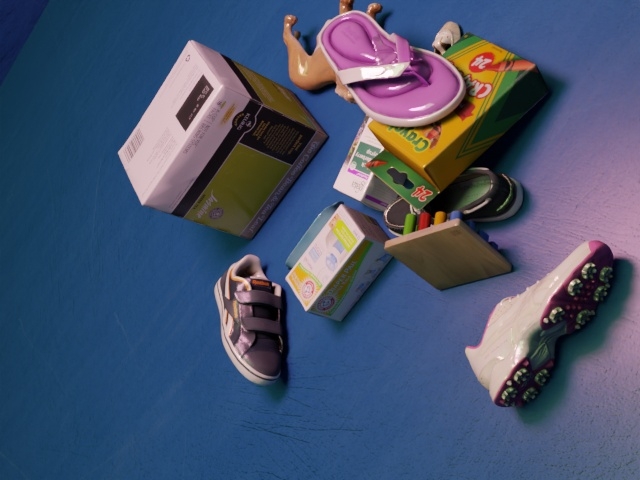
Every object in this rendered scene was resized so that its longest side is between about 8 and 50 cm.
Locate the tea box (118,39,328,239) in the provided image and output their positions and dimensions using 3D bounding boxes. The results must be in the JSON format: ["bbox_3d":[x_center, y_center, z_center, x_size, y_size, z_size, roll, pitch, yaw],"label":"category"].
[{"bbox_3d":[-0.226,-0.221,1.862,0.329,0.323,0.220,-51,45,18],"label":"tea box"}]

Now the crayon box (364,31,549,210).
[{"bbox_3d":[0.229,-0.223,1.479,0.318,0.081,0.202,-44,42,-1],"label":"crayon box"}]

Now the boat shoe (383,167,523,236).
[{"bbox_3d":[0.223,-0.075,1.500,0.302,0.091,0.114,-17,62,42],"label":"boat shoe"}]

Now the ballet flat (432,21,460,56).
[{"bbox_3d":[0.248,-0.374,1.622,0.057,0.052,0.168,-13,65,44],"label":"ballet flat"}]

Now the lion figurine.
[{"bbox_3d":[0.023,-0.411,1.841,0.392,0.142,0.240,2,83,62],"label":"lion figurine"}]

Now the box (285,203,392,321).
[{"bbox_3d":[0.040,0.049,1.637,0.203,0.103,0.114,-52,44,19],"label":"box"}]

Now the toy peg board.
[{"bbox_3d":[0.228,0.002,1.425,0.161,0.161,0.079,-20,46,41],"label":"toy peg board"}]

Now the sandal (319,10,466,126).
[{"bbox_3d":[0.103,-0.337,1.522,0.169,0.102,0.416,-45,45,-1],"label":"sandal"}]

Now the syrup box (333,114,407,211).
[{"bbox_3d":[0.130,-0.185,1.641,0.093,0.096,0.237,30,96,48],"label":"syrup box"}]

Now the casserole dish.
[{"bbox_3d":[0.000,0.000,1.704,0.037,0.114,0.188,42,108,18],"label":"casserole dish"}]

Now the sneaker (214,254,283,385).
[{"bbox_3d":[-0.148,0.163,1.777,0.127,0.126,0.321,-53,42,27],"label":"sneaker"}]

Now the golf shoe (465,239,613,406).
[{"bbox_3d":[0.339,0.115,1.289,0.306,0.115,0.140,-57,39,12],"label":"golf shoe"}]
